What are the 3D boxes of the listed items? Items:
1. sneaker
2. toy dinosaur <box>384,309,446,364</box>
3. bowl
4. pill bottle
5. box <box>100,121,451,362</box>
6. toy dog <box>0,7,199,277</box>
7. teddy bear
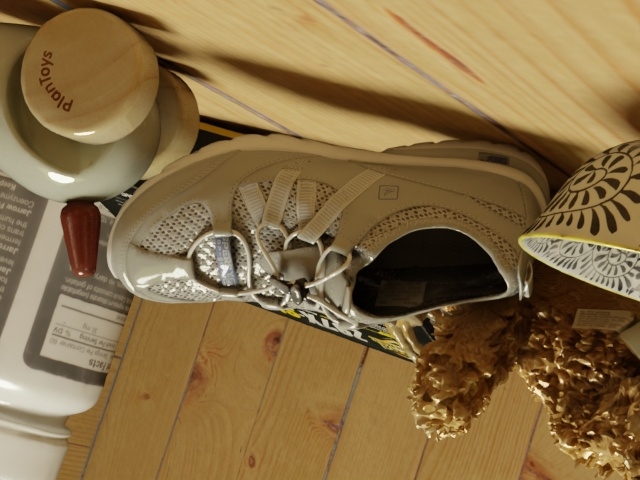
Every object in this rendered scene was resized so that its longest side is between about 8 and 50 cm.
[{"bbox_3d":[0.000,0.000,0.868,0.281,0.115,0.105,-8,125,10],"label":"sneaker"},{"bbox_3d":[0.061,0.052,1.036,0.092,0.053,0.183,45,174,-5],"label":"toy dinosaur"},{"bbox_3d":[0.193,-0.011,0.715,0.170,0.080,0.170,18,175,2],"label":"bowl"},{"bbox_3d":[-0.302,0.059,1.481,0.204,0.361,0.204,18,174,2],"label":"pill bottle"},{"bbox_3d":[-0.034,-0.002,1.217,0.322,0.079,0.257,17,164,31],"label":"box"},{"bbox_3d":[-0.240,-0.070,0.956,0.334,0.161,0.220,6,171,34],"label":"toy dog"},{"bbox_3d":[0.180,0.074,0.888,0.338,0.245,0.113,20,135,40],"label":"teddy bear"}]
